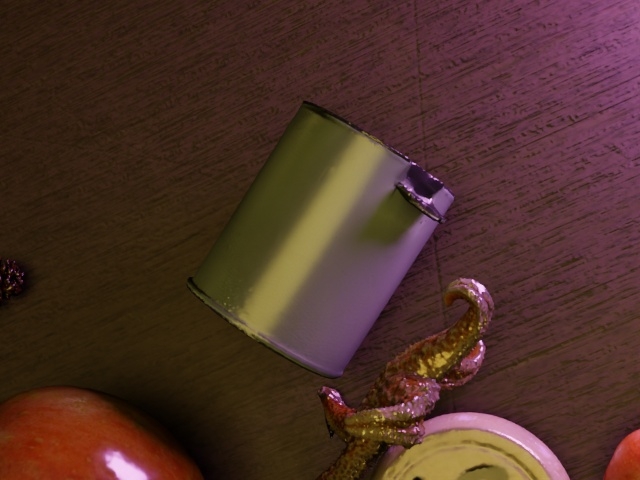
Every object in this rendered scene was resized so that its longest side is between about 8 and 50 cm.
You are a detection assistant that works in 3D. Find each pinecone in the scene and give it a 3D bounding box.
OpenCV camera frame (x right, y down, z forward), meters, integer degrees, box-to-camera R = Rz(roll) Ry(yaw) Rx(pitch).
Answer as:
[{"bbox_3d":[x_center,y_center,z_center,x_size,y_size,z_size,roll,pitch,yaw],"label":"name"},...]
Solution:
[{"bbox_3d":[-0.448,0.055,1.368,0.083,0.077,0.077,-26,80,5],"label":"pinecone"}]

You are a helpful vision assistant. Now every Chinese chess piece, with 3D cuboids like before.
[{"bbox_3d":[0.177,0.334,1.191,0.257,0.104,0.257,-1,84,12],"label":"Chinese chess piece"}]

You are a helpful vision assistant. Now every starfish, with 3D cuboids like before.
[{"bbox_3d":[0.084,0.177,1.154,0.113,0.303,0.312,49,54,4],"label":"starfish"}]

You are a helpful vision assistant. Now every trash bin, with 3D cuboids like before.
[{"bbox_3d":[0.000,0.000,1.197,0.262,0.217,0.277,-58,36,1],"label":"trash bin"}]

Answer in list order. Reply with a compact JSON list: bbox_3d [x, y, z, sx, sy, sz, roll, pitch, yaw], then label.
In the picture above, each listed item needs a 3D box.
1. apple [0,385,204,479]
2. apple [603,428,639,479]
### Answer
[{"bbox_3d":[-0.299,0.346,1.177,0.339,0.339,0.339,-1,85,12],"label":"apple"},{"bbox_3d":[0.403,0.287,1.133,0.163,0.139,0.163,0,90,24],"label":"apple"}]
